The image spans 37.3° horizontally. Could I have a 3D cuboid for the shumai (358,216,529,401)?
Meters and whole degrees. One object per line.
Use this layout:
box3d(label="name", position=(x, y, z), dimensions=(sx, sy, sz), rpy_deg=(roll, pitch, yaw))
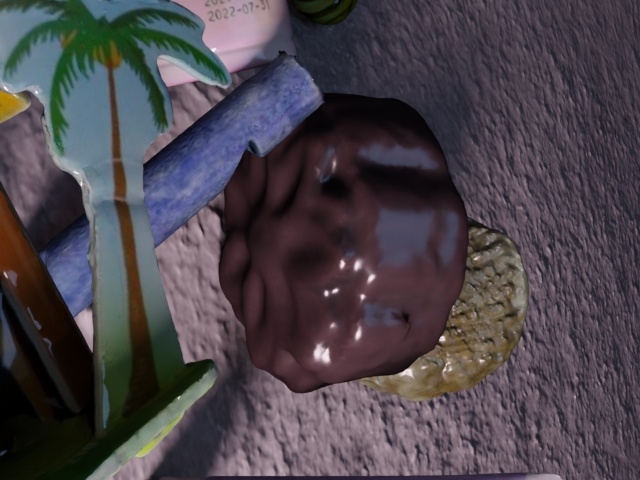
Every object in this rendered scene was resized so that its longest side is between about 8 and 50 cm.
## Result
box3d(label="shumai", position=(0.093, 0.083, 1.119), dimensions=(0.261, 0.222, 0.225), rpy_deg=(-13, 76, -25))

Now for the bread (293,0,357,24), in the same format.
box3d(label="bread", position=(0.005, -0.326, 1.107), dimensions=(0.130, 0.071, 0.139), rpy_deg=(24, 66, -58))

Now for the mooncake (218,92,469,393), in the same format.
box3d(label="mooncake", position=(0.000, 0.000, 0.879), dimensions=(0.141, 0.283, 0.283), rpy_deg=(-1, 86, -32))

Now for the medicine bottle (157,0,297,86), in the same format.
box3d(label="medicine bottle", position=(-0.119, -0.269, 0.835), dimensions=(0.152, 0.152, 0.253), rpy_deg=(-27, 108, -55))

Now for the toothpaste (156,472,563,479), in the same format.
box3d(label="toothpaste", position=(0.008, 0.237, 0.756), dimensions=(0.080, 0.371, 0.125), rpy_deg=(39, 54, -46))

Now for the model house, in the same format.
box3d(label="model house", position=(-0.239, -0.016, 0.523), dimensions=(0.340, 0.300, 0.323), rpy_deg=(-42, 111, -52))

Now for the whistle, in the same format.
box3d(label="whistle", position=(-0.126, -0.038, 0.762), dimensions=(0.304, 0.062, 0.062), rpy_deg=(-42, 127, -11))
